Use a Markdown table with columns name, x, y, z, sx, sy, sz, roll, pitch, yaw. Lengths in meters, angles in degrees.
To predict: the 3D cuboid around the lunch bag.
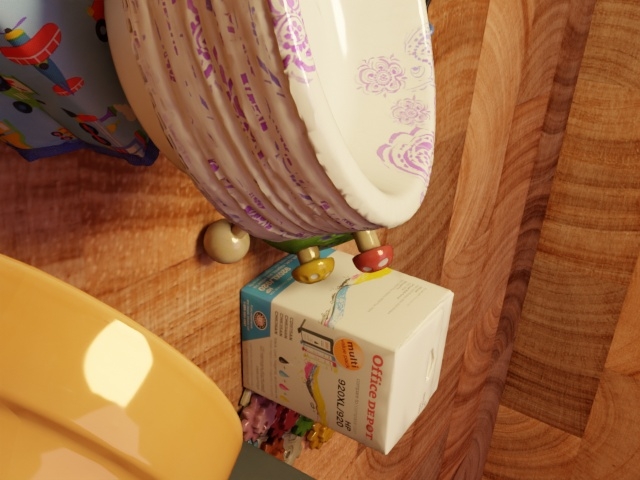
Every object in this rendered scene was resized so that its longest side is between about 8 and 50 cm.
| name | x | y | z | sx | sy | sz | roll | pitch | yaw |
| --- | --- | --- | --- | --- | --- | --- | --- | --- | --- |
| lunch bag | -0.173 | -0.234 | 0.457 | 0.221 | 0.138 | 0.293 | 53 | 48 | -56 |

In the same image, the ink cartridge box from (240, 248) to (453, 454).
| name | x | y | z | sx | sy | sz | roll | pitch | yaw |
| --- | --- | --- | --- | --- | --- | --- | --- | --- | --- |
| ink cartridge box | 0.034 | 0.136 | 0.906 | 0.168 | 0.232 | 0.171 | -35 | 135 | -49 |

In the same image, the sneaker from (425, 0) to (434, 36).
| name | x | y | z | sx | sy | sz | roll | pitch | yaw |
| --- | --- | --- | --- | --- | --- | --- | --- | --- | --- |
| sneaker | 0.134 | -0.377 | 0.928 | 0.083 | 0.087 | 0.221 | -35 | 136 | -49 |

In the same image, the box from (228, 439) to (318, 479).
| name | x | y | z | sx | sy | sz | roll | pitch | yaw |
| --- | --- | --- | --- | --- | --- | --- | --- | --- | --- |
| box | -0.124 | 0.299 | 0.693 | 0.103 | 0.261 | 0.184 | -15 | 119 | -57 |

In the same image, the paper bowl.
| name | x | y | z | sx | sy | sz | roll | pitch | yaw |
| --- | --- | --- | --- | --- | --- | --- | --- | --- | --- |
| paper bowl | -0.028 | -0.141 | 0.449 | 0.284 | 0.148 | 0.284 | 27 | 60 | -60 |

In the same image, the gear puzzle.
| name | x | y | z | sx | sy | sz | roll | pitch | yaw |
| --- | --- | --- | --- | --- | --- | --- | --- | --- | --- |
| gear puzzle | -0.047 | 0.320 | 1.076 | 0.339 | 0.044 | 0.176 | 25 | 85 | -62 |

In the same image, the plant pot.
| name | x | y | z | sx | sy | sz | roll | pitch | yaw |
| --- | --- | --- | --- | --- | --- | --- | --- | --- | --- |
| plant pot | -0.213 | 0.158 | 0.370 | 0.291 | 0.290 | 0.204 | 74 | 28 | -47 |

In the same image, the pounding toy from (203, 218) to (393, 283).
| name | x | y | z | sx | sy | sz | roll | pitch | yaw |
| --- | --- | --- | --- | --- | --- | --- | --- | --- | --- |
| pounding toy | 0.000 | 0.000 | 0.795 | 0.236 | 0.183 | 0.110 | -8 | 76 | -51 |
